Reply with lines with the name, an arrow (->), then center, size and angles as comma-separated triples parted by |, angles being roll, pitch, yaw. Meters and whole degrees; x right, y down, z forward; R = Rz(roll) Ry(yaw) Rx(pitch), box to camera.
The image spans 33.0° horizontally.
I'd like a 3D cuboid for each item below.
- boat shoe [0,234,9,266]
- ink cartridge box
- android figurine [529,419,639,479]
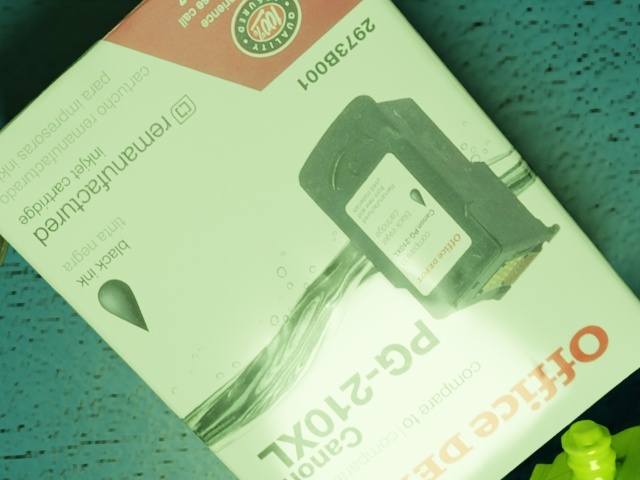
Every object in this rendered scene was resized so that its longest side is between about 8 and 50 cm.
boat shoe -> -0.274, -0.094, 0.413 | 0.132, 0.130, 0.355 | -44, 99, 7
ink cartridge box -> 0.000, 0.000, 0.458 | 0.172, 0.100, 0.237 | -41, 100, 7
android figurine -> 0.174, 0.187, 0.469 | 0.248, 0.056, 0.273 | -2, 120, 32
